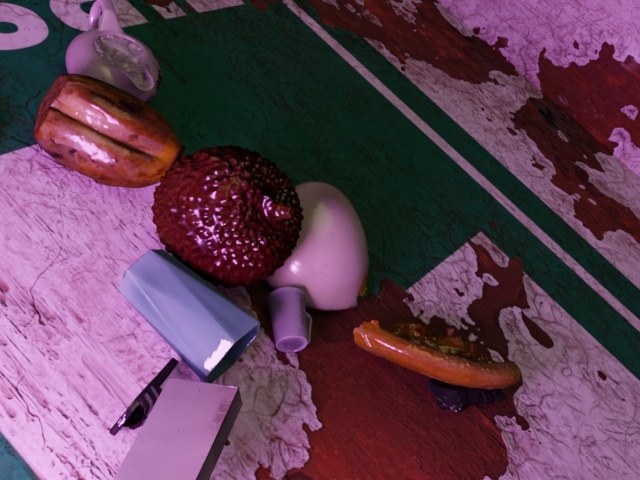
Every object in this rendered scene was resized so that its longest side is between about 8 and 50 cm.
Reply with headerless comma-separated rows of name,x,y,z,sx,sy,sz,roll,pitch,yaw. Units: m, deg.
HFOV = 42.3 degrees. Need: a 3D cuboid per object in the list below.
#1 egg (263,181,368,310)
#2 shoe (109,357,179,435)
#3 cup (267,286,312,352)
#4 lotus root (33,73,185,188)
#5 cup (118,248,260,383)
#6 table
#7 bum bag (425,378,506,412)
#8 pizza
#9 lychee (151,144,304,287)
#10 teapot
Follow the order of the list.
egg,-0.004,-0.001,1.719,0.264,0.174,0.286,2,53,-30
shoe,-0.270,0.259,1.342,0.049,0.071,0.179,40,34,0
cup,-0.052,0.158,1.610,0.104,0.074,0.116,34,35,-43
lotus root,-0.412,-0.201,1.626,0.291,0.193,0.193,24,40,-20
cup,-0.235,0.125,1.463,0.236,0.148,0.134,41,65,13
table,-0.211,0.336,1.250,0.122,0.111,0.240,6,37,15
bum bag,0.304,0.317,1.718,0.198,0.049,0.087,-2,29,-37
pizza,0.239,0.228,1.704,0.365,0.073,0.182,19,21,-4
lychee,-0.172,-0.048,1.551,0.276,0.304,0.275,11,76,-54
teapot,-0.457,-0.402,1.821,0.208,0.166,0.299,-14,69,-30
